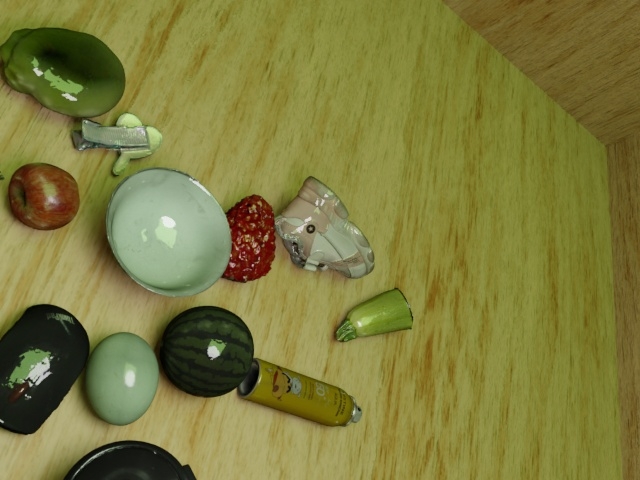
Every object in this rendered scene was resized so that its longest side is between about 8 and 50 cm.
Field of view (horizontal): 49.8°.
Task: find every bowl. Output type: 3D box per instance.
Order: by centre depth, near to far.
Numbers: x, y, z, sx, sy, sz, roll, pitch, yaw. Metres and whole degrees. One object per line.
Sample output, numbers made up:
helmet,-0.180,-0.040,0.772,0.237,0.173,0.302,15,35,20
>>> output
bowl,-0.376,-0.003,1.605,0.313,0.146,0.313,17,62,-35

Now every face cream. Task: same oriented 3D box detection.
face cream,-0.037,0.397,1.745,0.349,0.105,0.105,27,56,-30

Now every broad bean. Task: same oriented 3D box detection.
broad bean,-0.594,-0.394,1.613,0.291,0.119,0.238,-5,67,-44

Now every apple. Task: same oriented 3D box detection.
apple,-0.585,-0.092,1.473,0.131,0.146,0.146,-3,73,-51

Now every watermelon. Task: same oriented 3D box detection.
watermelon,-0.257,0.249,1.553,0.212,0.212,0.212,18,61,-34

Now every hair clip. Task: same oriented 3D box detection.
hair clip,-0.482,-0.236,1.669,0.218,0.071,0.159,-5,83,-42

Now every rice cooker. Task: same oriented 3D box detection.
rice cooker,-0.363,0.513,1.288,0.280,0.227,0.241,-17,54,-29

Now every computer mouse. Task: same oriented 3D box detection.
computer mouse,-0.562,0.243,1.369,0.170,0.100,0.269,42,49,-16

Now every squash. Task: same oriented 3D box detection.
squash,0.154,0.213,1.978,0.287,0.137,0.137,-7,76,-40

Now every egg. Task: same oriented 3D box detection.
egg,-0.413,0.287,1.440,0.149,0.149,0.192,6,70,-39

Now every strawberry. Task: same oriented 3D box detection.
strawberry,-0.189,-0.012,1.735,0.190,0.111,0.236,22,79,-7

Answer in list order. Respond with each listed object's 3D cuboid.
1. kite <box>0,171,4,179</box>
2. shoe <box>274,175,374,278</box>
kite,-0.765,-0.099,1.411,0.244,0.006,0.198,-22,86,-44
shoe,-0.001,0.000,1.928,0.198,0.172,0.351,-39,122,-8
